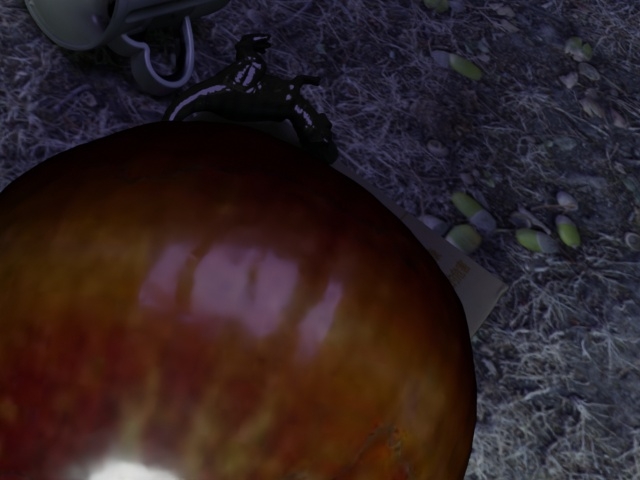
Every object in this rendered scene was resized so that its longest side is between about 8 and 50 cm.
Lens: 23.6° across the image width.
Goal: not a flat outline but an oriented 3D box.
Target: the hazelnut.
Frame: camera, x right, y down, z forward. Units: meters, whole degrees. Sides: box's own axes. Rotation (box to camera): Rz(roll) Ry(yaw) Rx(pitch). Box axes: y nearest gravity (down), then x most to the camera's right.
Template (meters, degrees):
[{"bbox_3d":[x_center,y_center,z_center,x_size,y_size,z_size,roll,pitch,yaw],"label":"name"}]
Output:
[{"bbox_3d":[-0.081,0.108,1.151,0.429,0.402,0.402,36,40,-13],"label":"hazelnut"}]

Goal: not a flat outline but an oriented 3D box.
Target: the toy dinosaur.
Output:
[{"bbox_3d":[-0.061,-0.120,1.533,0.187,0.087,0.179,19,40,-10],"label":"toy dinosaur"}]

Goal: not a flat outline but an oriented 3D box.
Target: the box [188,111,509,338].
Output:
[{"bbox_3d":[-0.001,0.000,1.553,0.365,0.051,0.204,37,41,6],"label":"box"}]

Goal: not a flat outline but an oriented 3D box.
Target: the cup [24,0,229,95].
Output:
[{"bbox_3d":[-0.200,-0.278,1.658,0.167,0.221,0.202,17,26,38],"label":"cup"}]
